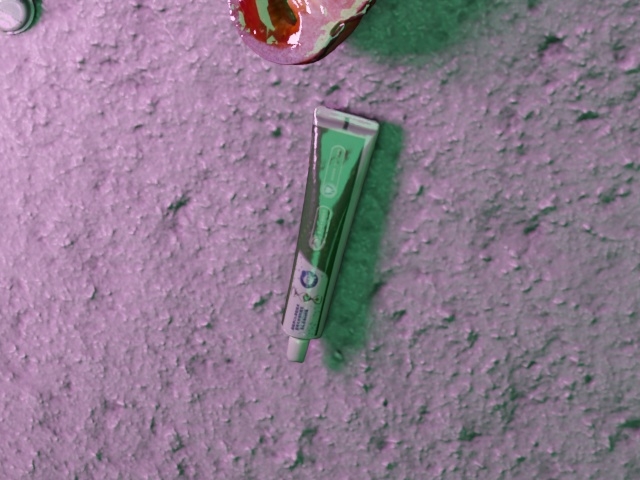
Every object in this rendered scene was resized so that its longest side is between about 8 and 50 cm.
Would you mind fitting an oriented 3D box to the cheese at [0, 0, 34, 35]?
[{"bbox_3d":[-0.445,-0.349,1.948,0.067,0.026,0.121,31,115,-19],"label":"cheese"}]

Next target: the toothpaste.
[{"bbox_3d":[0.000,0.000,1.941,0.098,0.061,0.392,15,108,9],"label":"toothpaste"}]

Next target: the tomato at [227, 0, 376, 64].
[{"bbox_3d":[-0.016,-0.354,1.801,0.228,0.112,0.199,-39,87,21],"label":"tomato"}]
